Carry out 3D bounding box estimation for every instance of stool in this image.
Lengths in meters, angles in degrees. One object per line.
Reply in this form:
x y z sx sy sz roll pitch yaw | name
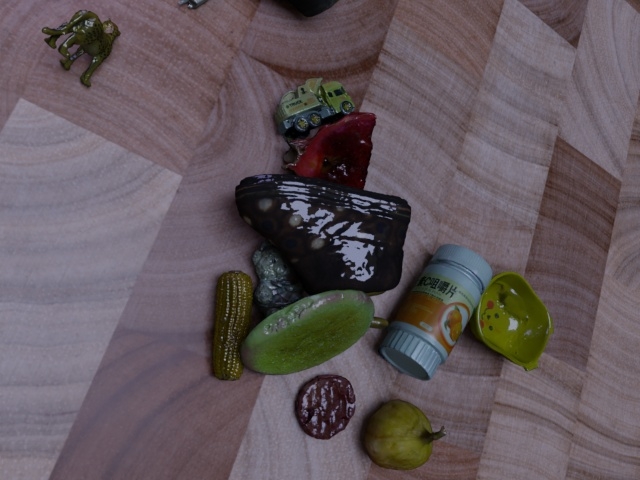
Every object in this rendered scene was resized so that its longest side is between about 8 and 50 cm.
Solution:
0.085 0.153 1.263 0.111 0.134 0.135 2 128 -32 | stool

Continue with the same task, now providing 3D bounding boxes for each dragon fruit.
0.015 -0.189 1.254 0.212 0.134 0.262 6 117 -13 | dragon fruit

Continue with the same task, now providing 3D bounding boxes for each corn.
-0.183 0.177 1.136 0.080 0.080 0.231 7 82 -27 | corn

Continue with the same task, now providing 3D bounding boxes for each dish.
0.492 0.215 1.469 0.262 0.108 0.221 41 67 -16 | dish

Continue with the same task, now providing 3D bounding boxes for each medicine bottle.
0.282 0.175 1.336 0.158 0.158 0.318 43 67 -17 | medicine bottle

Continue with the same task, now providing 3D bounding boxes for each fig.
0.204 0.432 1.217 0.159 0.257 0.159 9 65 -20 | fig

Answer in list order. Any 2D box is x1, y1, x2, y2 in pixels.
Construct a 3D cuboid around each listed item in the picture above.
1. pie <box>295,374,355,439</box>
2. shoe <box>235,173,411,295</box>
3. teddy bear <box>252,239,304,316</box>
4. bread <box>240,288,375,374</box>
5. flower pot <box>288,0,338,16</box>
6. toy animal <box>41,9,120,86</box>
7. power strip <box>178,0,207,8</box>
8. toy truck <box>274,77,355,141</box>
0.012 0.376 1.241 0.154 0.038 0.153 4 83 -30 | pie
0.000 0.000 1.145 0.384 0.171 0.237 9 85 -18 | shoe
-0.095 0.107 1.191 0.133 0.111 0.213 2 57 -48 | teddy bear
-0.019 0.201 1.121 0.301 0.301 0.045 -6 53 -28 | bread
-0.019 -0.621 1.261 0.148 0.235 0.235 47 65 -35 | flower pot
-0.441 -0.388 1.025 0.073 0.181 0.136 37 80 0 | toy animal
-0.246 -0.573 1.222 0.191 0.030 0.047 -45 104 -25 | power strip
-0.024 -0.314 1.278 0.191 0.085 0.116 -26 91 -25 | toy truck
